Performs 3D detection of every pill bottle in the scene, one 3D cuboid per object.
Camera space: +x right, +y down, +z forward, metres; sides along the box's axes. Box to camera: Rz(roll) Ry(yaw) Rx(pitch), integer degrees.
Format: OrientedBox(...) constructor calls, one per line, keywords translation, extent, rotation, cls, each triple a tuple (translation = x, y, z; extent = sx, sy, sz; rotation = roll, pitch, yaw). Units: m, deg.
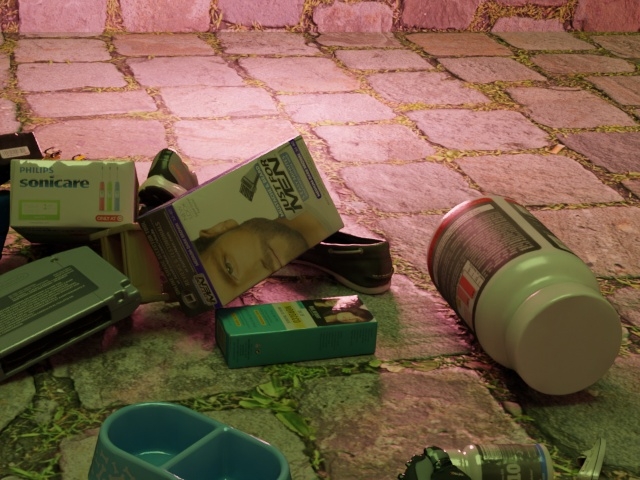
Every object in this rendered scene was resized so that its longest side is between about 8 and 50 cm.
OrientedBox(translation=(0.224, 0.302, 1.475), extent=(0.137, 0.078, 0.078), rotation=(0, 23, -7), cls="pill bottle")
OrientedBox(translation=(0.321, 0.083, 1.836), extent=(0.210, 0.210, 0.363), rotation=(-2, 24, -14), cls="pill bottle")

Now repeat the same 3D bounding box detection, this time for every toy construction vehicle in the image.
OrientedBox(translation=(-0.576, -0.171, 2.526), extent=(0.086, 0.035, 0.098), rotation=(24, 31, 18), cls="toy construction vehicle")

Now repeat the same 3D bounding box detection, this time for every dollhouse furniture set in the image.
OrientedBox(translation=(-0.271, 0.042, 1.914), extent=(0.183, 0.129, 0.129), rotation=(-3, -6, -42), cls="dollhouse furniture set")

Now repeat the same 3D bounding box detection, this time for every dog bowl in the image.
OrientedBox(translation=(-0.163, 0.291, 1.448), extent=(0.297, 0.074, 0.166), rotation=(17, 27, 30), cls="dog bowl")

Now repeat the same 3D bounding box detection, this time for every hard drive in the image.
OrientedBox(translation=(-0.679, -0.090, 1.995), extent=(0.339, 0.064, 0.237), rotation=(-26, -4, 32), cls="hard drive")

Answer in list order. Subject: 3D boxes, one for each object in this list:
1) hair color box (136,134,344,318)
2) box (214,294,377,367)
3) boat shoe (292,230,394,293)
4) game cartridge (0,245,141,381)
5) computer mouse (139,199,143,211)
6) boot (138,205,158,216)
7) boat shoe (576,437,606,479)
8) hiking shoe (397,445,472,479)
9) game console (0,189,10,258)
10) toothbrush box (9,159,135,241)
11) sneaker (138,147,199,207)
OrientedBox(translation=(-0.124, -0.030, 1.909), extent=(0.110, 0.185, 0.339), rotation=(-18, 11, 45), cls="hair color box")
OrientedBox(translation=(-0.040, 0.144, 1.827), extent=(0.244, 0.060, 0.100), rotation=(-5, 25, -18), cls="box")
OrientedBox(translation=(0.000, 0.000, 2.125), extent=(0.335, 0.095, 0.112), rotation=(21, 29, 35), cls="boat shoe")
OrientedBox(translation=(-0.453, 0.112, 1.774), extent=(0.297, 0.062, 0.198), rotation=(-27, 34, -28), cls="game cartridge")
OrientedBox(translation=(-0.413, -0.072, 2.276), extent=(0.262, 0.060, 0.184), rotation=(-1, 24, -12), cls="computer mouse")
OrientedBox(translation=(-0.226, -0.007, 2.046), extent=(0.219, 0.082, 0.106), rotation=(22, 17, -39), cls="boot")
OrientedBox(translation=(0.368, 0.300, 1.560), extent=(0.035, 0.035, 0.100), rotation=(14, 31, 16), cls="boat shoe")
OrientedBox(translation=(0.102, 0.352, 1.301), extent=(0.132, 0.113, 0.304), rotation=(33, 42, 20), cls="hiking shoe")
OrientedBox(translation=(-0.712, -0.016, 1.976), extent=(0.293, 0.250, 0.173), rotation=(-19, 59, -42), cls="game console")
OrientedBox(translation=(-0.429, -0.064, 2.032), extent=(0.206, 0.122, 0.283), rotation=(1, -7, -8), cls="toothbrush box")
OrientedBox(translation=(-0.255, -0.079, 2.126), extent=(0.100, 0.108, 0.271), rotation=(8, -21, 11), cls="sneaker")
